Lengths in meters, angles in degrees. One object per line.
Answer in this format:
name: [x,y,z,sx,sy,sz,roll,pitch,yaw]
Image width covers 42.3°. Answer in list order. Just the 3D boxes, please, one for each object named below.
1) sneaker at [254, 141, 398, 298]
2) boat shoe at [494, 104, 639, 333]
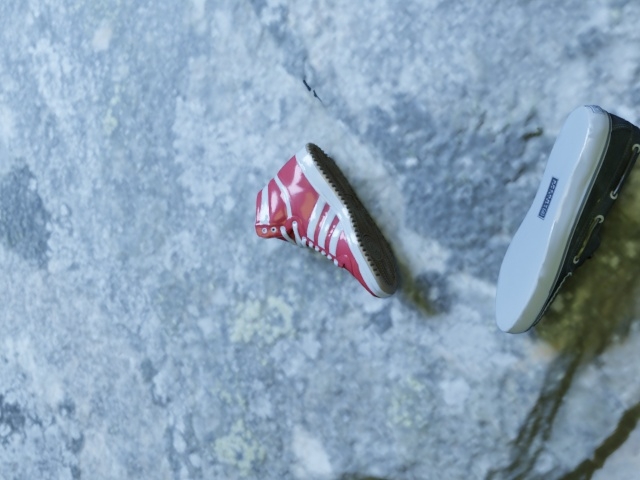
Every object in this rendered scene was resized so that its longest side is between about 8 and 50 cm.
sneaker: [0.000,0.000,0.555,0.067,0.042,0.118,-38,69,21]
boat shoe: [0.143,-0.006,0.478,0.040,0.049,0.142,14,109,-13]
